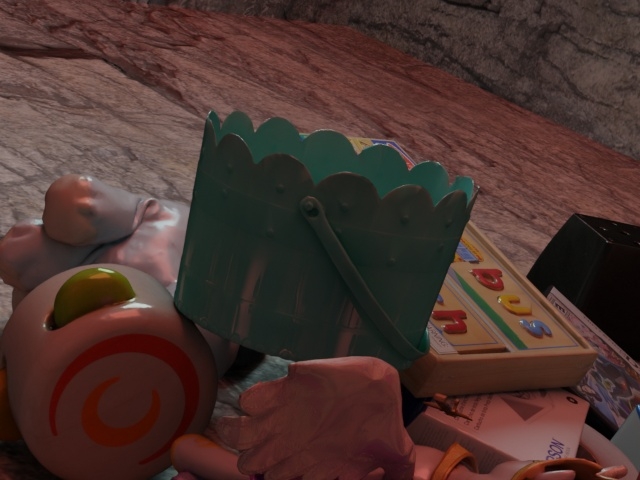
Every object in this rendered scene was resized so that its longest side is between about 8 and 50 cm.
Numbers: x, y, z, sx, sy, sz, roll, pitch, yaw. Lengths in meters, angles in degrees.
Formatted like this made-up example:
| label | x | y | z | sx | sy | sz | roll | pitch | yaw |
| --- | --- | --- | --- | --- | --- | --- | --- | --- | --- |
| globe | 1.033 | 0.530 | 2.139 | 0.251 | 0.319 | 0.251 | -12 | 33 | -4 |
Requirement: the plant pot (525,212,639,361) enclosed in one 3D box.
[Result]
| label | x | y | z | sx | sy | sz | roll | pitch | yaw |
| --- | --- | --- | --- | --- | --- | --- | --- | --- | --- |
| plant pot | 0.432 | 0.064 | 2.391 | 0.188 | 0.167 | 0.188 | 11 | 17 | -21 |

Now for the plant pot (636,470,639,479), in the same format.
| label | x | y | z | sx | sy | sz | roll | pitch | yaw |
| --- | --- | --- | --- | --- | --- | --- | --- | --- | --- |
| plant pot | 0.351 | 0.244 | 1.229 | 0.275 | 0.243 | 0.275 | 10 | 45 | -10 |

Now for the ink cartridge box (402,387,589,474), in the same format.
| label | x | y | z | sx | sy | sz | roll | pitch | yaw |
| --- | --- | --- | --- | --- | --- | --- | --- | --- | --- |
| ink cartridge box | 0.165 | 0.175 | 1.660 | 0.224 | 0.045 | 0.223 | 25 | 21 | 6 |

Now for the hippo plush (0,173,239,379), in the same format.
| label | x | y | z | sx | sy | sz | roll | pitch | yaw |
| --- | --- | --- | --- | --- | --- | --- | --- | --- | --- |
| hippo plush | -0.197 | 0.082 | 1.740 | 0.294 | 0.234 | 0.236 | 2 | 48 | -39 |

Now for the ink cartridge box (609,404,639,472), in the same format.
| label | x | y | z | sx | sy | sz | roll | pitch | yaw |
| --- | --- | --- | --- | --- | --- | --- | --- | --- | --- |
| ink cartridge box | 0.445 | 0.275 | 1.818 | 0.191 | 0.082 | 0.139 | 10 | 39 | -19 |

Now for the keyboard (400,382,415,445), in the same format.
| label | x | y | z | sx | sy | sz | roll | pitch | yaw |
| --- | --- | --- | --- | --- | --- | --- | --- | --- | --- |
| keyboard | 0.115 | 0.223 | 1.803 | 0.201 | 0.033 | 0.317 | 37 | 24 | 31 |

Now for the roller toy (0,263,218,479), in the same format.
| label | x | y | z | sx | sy | sz | roll | pitch | yaw |
| --- | --- | --- | --- | --- | --- | --- | --- | --- | --- |
| roller toy | -0.207 | 0.127 | 1.514 | 0.191 | 0.209 | 0.146 | 26 | 10 | -31 |

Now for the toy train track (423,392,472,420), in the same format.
| label | x | y | z | sx | sy | sz | roll | pitch | yaw |
| --- | --- | --- | --- | --- | --- | --- | --- | --- | --- |
| toy train track | 0.116 | 0.147 | 1.443 | 0.048 | 0.014 | 0.083 | 18 | -10 | 17 |

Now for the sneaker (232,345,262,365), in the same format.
| label | x | y | z | sx | sy | sz | roll | pitch | yaw |
| --- | --- | --- | --- | --- | --- | --- | --- | --- | --- |
| sneaker | -0.126 | 0.074 | 1.964 | 0.131 | 0.112 | 0.319 | -9 | 18 | 13 |

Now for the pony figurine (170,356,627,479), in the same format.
| label | x | y | z | sx | sy | sz | roll | pitch | yaw |
| --- | --- | --- | --- | --- | --- | --- | --- | --- | --- |
| pony figurine | 0.033 | 0.222 | 1.342 | 0.351 | 0.302 | 0.363 | -11 | 8 | -38 |

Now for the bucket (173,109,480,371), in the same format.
| label | x | y | z | sx | sy | sz | roll | pitch | yaw |
| --- | --- | --- | --- | --- | --- | --- | --- | --- | --- |
| bucket | 0.000 | 0.000 | 1.490 | 0.281 | 0.183 | 0.281 | 14 | 11 | -3 |

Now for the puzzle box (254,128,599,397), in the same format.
| label | x | y | z | sx | sy | sz | roll | pitch | yaw |
| --- | --- | --- | --- | --- | --- | --- | --- | --- | --- |
| puzzle box | 0.093 | 0.017 | 1.761 | 0.272 | 0.052 | 0.409 | 1 | 37 | -44 |

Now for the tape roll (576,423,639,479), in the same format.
| label | x | y | z | sx | sy | sz | roll | pitch | yaw |
| --- | --- | --- | --- | --- | --- | --- | --- | --- | --- |
| tape roll | 0.236 | 0.254 | 1.711 | 0.219 | 0.072 | 0.219 | 19 | 21 | -8 |

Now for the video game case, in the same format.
| label | x | y | z | sx | sy | sz | roll | pitch | yaw |
| --- | --- | --- | --- | --- | --- | --- | --- | --- | --- |
| video game case | 0.354 | 0.180 | 2.009 | 0.248 | 0.035 | 0.275 | 43 | 20 | 4 |
